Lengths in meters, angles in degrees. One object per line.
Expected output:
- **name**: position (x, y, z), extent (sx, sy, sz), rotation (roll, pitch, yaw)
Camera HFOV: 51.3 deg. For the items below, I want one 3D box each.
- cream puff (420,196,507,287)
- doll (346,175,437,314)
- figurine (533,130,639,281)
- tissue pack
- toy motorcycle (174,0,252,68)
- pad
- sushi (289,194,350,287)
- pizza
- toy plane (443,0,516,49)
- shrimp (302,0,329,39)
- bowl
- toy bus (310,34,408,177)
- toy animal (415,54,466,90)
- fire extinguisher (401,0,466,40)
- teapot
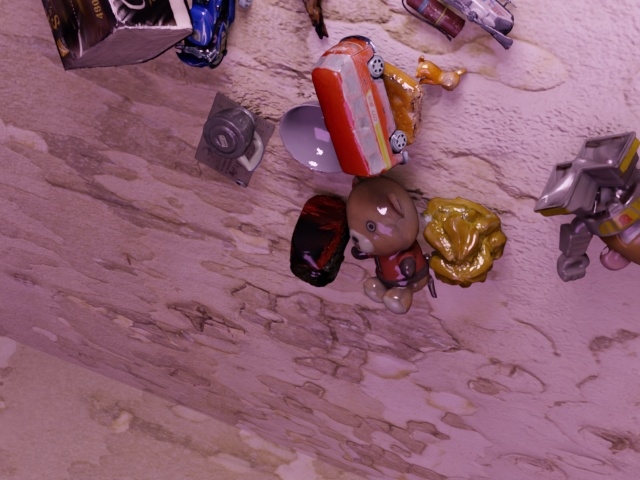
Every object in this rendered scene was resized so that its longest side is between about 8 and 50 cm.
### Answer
- **cream puff**: position (0.323, 0.017, 1.503), extent (0.195, 0.194, 0.221), rotation (1, 139, 30)
- **doll**: position (0.166, 0.005, 1.548), extent (0.235, 0.174, 0.329), rotation (39, 153, 61)
- **figurine**: position (0.582, -0.056, 1.267), extent (0.285, 0.167, 0.343), rotation (37, 140, -21)
- **tissue pack**: position (-0.387, -0.513, 1.176), extent (0.210, 0.198, 0.369), rotation (-15, 95, 46)
- **toy motorcycle**: position (-0.216, -0.442, 1.283), extent (0.113, 0.168, 0.315), rotation (23, 143, 7)
- **pad**: position (-0.220, -0.240, 1.655), extent (0.160, 0.009, 0.265), rotation (30, 142, -4)
- **sushi**: position (0.000, 0.000, 1.627), extent (0.137, 0.225, 0.126), rotation (7, 137, 16)
- **pizza**: position (0.152, -0.259, 1.352), extent (0.147, 0.069, 0.226), rotation (26, 143, 35)
- **toy plane**: position (0.259, -0.403, 1.126), extent (0.197, 0.078, 0.053), rotation (42, 145, 4)
- **shrimp**: position (-0.004, -0.476, 1.204), extent (0.117, 0.066, 0.262), rotation (4, 139, 27)
- **bowl**: position (0.013, -0.243, 1.451), extent (0.189, 0.086, 0.189), rotation (17, 143, 14)
- **toy bus**: position (0.070, -0.251, 1.283), extent (0.121, 0.120, 0.264), rotation (17, 134, 50)
- **toy animal**: position (0.228, -0.318, 1.261), extent (0.083, 0.060, 0.081), rotation (15, 143, 29)
- **fire extinguisher**: position (0.195, -0.412, 1.184), extent (0.132, 0.039, 0.056), rotation (33, 133, -8)
- **teapot**: position (-0.186, -0.248, 1.539), extent (0.149, 0.108, 0.111), rotation (34, 138, -2)
